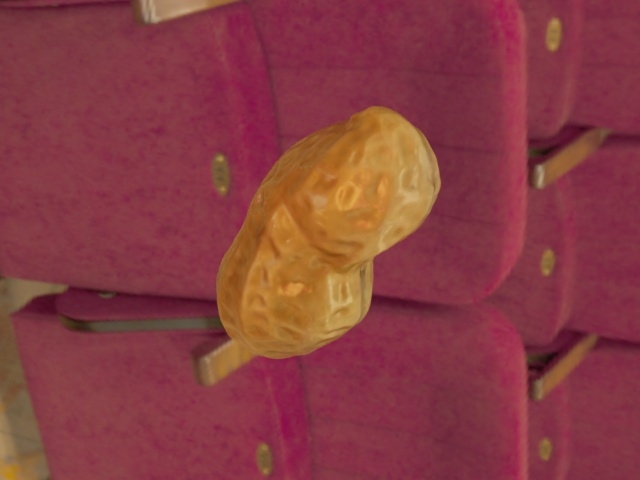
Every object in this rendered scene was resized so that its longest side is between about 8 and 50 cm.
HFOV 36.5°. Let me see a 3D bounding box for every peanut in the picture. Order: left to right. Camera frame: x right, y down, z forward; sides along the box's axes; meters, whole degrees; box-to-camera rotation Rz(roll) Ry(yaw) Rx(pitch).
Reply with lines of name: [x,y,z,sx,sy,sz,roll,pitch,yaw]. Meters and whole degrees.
peanut: [0.000,0.000,0.878,0.147,0.147,0.305,-25,151,-46]
